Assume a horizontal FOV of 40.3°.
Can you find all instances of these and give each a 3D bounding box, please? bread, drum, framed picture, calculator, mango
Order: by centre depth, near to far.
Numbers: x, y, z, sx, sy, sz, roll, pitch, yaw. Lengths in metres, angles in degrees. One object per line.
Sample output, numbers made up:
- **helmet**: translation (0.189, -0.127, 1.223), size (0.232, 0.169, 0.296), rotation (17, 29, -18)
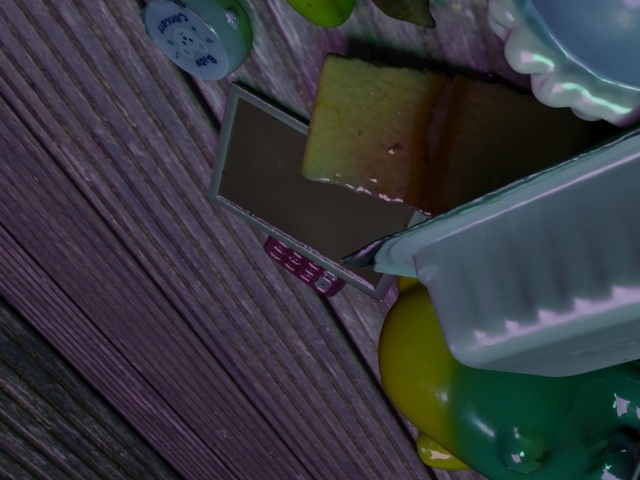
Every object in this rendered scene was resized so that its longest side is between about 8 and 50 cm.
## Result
- **mango**: translation (-0.006, -0.227, 0.762), size (0.073, 0.056, 0.108), rotation (24, 164, 30)
- **bread**: translation (0.114, -0.075, 0.820), size (0.266, 0.142, 0.178), rotation (14, 136, 20)
- **drum**: translation (-0.157, -0.268, 0.874), size (0.130, 0.049, 0.253), rotation (10, 145, 41)
- **framed picture**: translation (-0.009, -0.054, 1.053), size (0.274, 0.017, 0.217), rotation (32, 142, 7)
- **calculator**: translation (0.000, 0.000, 1.152), size (0.127, 0.034, 0.190), rotation (35, 146, -1)

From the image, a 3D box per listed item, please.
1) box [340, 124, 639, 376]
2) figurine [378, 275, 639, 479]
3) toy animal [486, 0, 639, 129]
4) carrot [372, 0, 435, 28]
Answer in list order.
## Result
- **box**: translation (0.222, 0.026, 0.648), size (0.264, 0.106, 0.337), rotation (12, 153, -39)
- **figurine**: translation (0.211, 0.154, 0.945), size (0.340, 0.231, 0.323), rotation (22, 122, 33)
- **toy animal**: translation (0.196, -0.161, 0.520), size (0.208, 0.156, 0.204), rotation (39, 150, -1)
- **carrot**: translation (-0.021, -0.287, 0.668), size (0.342, 0.070, 0.070), rotation (46, 152, -25)
